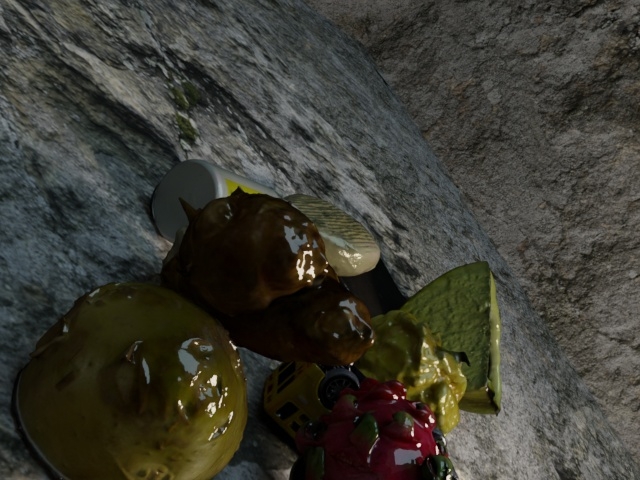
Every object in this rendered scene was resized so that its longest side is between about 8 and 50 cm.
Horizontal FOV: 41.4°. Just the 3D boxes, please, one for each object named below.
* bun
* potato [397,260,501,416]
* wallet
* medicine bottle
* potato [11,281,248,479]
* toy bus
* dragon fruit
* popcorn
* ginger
[{"bbox_3d":[0.000,0.000,1.709,0.237,0.116,0.210,34,21,20],"label":"bun"},{"bbox_3d":[0.283,0.246,1.841,0.280,0.213,0.330,67,26,-48],"label":"potato"},{"bbox_3d":[0.111,0.116,1.865,0.170,0.044,0.321,56,19,4],"label":"wallet"},{"bbox_3d":[-0.146,-0.039,1.419,0.258,0.143,0.143,19,38,-57],"label":"medicine bottle"},{"bbox_3d":[-0.169,0.158,0.966,0.246,0.196,0.300,57,19,9],"label":"potato"},{"bbox_3d":[0.070,0.299,1.300,0.331,0.151,0.145,46,10,-13],"label":"toy bus"},{"bbox_3d":[0.054,0.323,1.126,0.218,0.273,0.198,40,7,-18],"label":"dragon fruit"},{"bbox_3d":[0.153,0.237,1.487,0.249,0.225,0.249,44,16,-16],"label":"popcorn"},{"bbox_3d":[-0.111,0.030,1.094,0.254,0.176,0.418,51,-19,-23],"label":"ginger"}]
